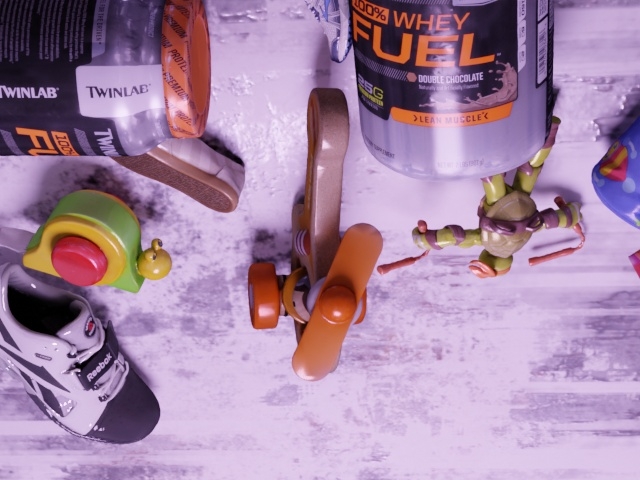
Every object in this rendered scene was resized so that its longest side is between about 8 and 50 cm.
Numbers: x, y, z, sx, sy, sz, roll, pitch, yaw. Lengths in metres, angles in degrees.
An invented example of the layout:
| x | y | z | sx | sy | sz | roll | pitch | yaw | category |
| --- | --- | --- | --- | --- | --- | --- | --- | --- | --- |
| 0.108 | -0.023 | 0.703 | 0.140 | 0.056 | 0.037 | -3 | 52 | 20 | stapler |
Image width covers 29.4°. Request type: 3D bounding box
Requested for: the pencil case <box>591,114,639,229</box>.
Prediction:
| x | y | z | sx | sy | sz | roll | pitch | yaw | category |
| --- | --- | --- | --- | --- | --- | --- | --- | --- | --- |
| 0.435 | -0.130 | 1.329 | 0.133 | 0.119 | 0.306 | 34 | 122 | -9 | pencil case |

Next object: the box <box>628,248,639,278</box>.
| x | y | z | sx | sy | sz | roll | pitch | yaw | category |
| --- | --- | --- | --- | --- | --- | --- | --- | --- | --- |
| 0.485 | 0.065 | 1.401 | 0.122 | 0.128 | 0.257 | -39 | 143 | 27 | box |

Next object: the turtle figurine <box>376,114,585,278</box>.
| x | y | z | sx | sy | sz | roll | pitch | yaw | category |
| --- | --- | --- | --- | --- | --- | --- | --- | --- | --- |
| 0.201 | -0.038 | 1.408 | 0.269 | 0.087 | 0.217 | -6 | 120 | -14 | turtle figurine |

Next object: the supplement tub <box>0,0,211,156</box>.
| x | y | z | sx | sy | sz | roll | pitch | yaw | category |
| --- | --- | --- | --- | --- | --- | --- | --- | --- | --- |
| -0.284 | -0.186 | 1.308 | 0.316 | 0.193 | 0.193 | 0 | 126 | 5 | supplement tub |

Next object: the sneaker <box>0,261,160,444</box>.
| x | y | z | sx | sy | sz | roll | pitch | yaw | category |
| --- | --- | --- | --- | --- | --- | --- | --- | --- | --- |
| -0.321 | 0.149 | 1.581 | 0.330 | 0.122 | 0.146 | 40 | 138 | -23 | sneaker |

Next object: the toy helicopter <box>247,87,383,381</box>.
| x | y | z | sx | sy | sz | roll | pitch | yaw | category |
| --- | --- | --- | --- | --- | --- | --- | --- | --- | --- |
| 0.000 | 0.000 | 1.398 | 0.140 | 0.235 | 0.355 | -2 | 119 | -9 | toy helicopter |

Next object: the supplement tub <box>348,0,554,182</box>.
| x | y | z | sx | sy | sz | roll | pitch | yaw | category |
| --- | --- | --- | --- | --- | --- | --- | --- | --- | --- |
| 0.130 | -0.246 | 1.219 | 0.207 | 0.207 | 0.338 | -3 | 125 | 7 | supplement tub |

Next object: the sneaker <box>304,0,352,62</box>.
| x | y | z | sx | sy | sz | roll | pitch | yaw | category |
| --- | --- | --- | --- | --- | --- | --- | --- | --- | --- |
| 0.010 | -0.259 | 1.324 | 0.058 | 0.052 | 0.135 | 6 | 119 | 13 | sneaker |

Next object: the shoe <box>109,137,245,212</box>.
| x | y | z | sx | sy | sz | roll | pitch | yaw | category |
| --- | --- | --- | --- | --- | --- | --- | --- | --- | --- |
| -0.188 | -0.108 | 1.447 | 0.219 | 0.058 | 0.076 | 30 | 154 | -11 | shoe |

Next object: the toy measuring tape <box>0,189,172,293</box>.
| x | y | z | sx | sy | sz | roll | pitch | yaw | category |
| --- | --- | --- | --- | --- | --- | --- | --- | --- | --- |
| -0.338 | -0.022 | 1.491 | 0.330 | 0.121 | 0.121 | 16 | 126 | 5 | toy measuring tape |
